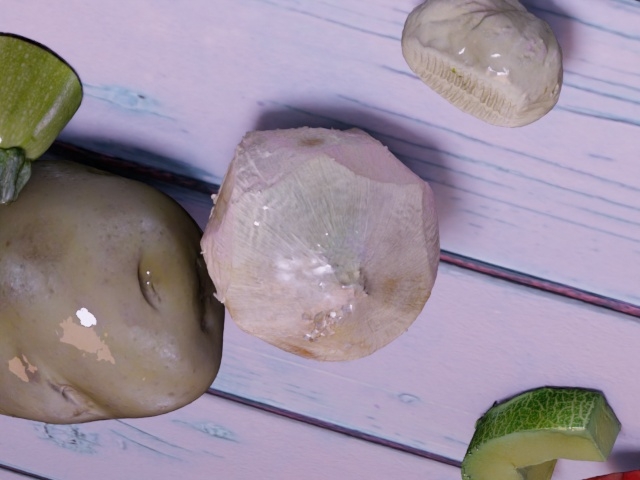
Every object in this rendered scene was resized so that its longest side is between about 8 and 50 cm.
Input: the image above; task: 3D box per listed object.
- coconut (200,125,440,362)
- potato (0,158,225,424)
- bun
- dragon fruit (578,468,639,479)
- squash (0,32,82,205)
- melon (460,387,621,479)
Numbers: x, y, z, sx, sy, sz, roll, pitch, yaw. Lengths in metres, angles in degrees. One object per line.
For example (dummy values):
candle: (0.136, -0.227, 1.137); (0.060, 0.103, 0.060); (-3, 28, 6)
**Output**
coconut: (0.003, 0.002, 1.375); (0.194, 0.194, 0.194); (14, 150, 8)
potato: (-0.222, 0.043, 1.534); (0.326, 0.221, 0.243); (-1, 175, 40)
bun: (0.112, -0.127, 1.218); (0.115, 0.069, 0.115); (31, 167, 8)
dragon fruit: (0.344, 0.260, 1.700); (0.192, 0.092, 0.122); (-12, 159, 11)
squash: (-0.255, -0.081, 1.438); (0.105, 0.132, 0.105); (12, 149, 7)
melon: (0.202, 0.192, 1.717); (0.118, 0.064, 0.209); (32, 146, -20)
